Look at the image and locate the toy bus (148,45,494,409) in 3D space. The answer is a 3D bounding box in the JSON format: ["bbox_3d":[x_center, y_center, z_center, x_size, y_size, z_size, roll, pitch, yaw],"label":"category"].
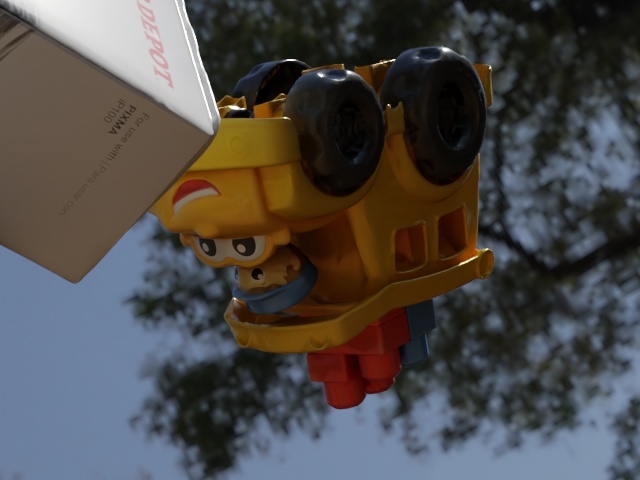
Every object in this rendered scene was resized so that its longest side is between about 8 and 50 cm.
[{"bbox_3d":[0.000,0.000,1.097,0.149,0.211,0.220,1,11,38],"label":"toy bus"}]

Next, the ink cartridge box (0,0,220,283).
[{"bbox_3d":[-0.204,-0.129,0.918,0.283,0.207,0.117,31,-67,-31],"label":"ink cartridge box"}]
